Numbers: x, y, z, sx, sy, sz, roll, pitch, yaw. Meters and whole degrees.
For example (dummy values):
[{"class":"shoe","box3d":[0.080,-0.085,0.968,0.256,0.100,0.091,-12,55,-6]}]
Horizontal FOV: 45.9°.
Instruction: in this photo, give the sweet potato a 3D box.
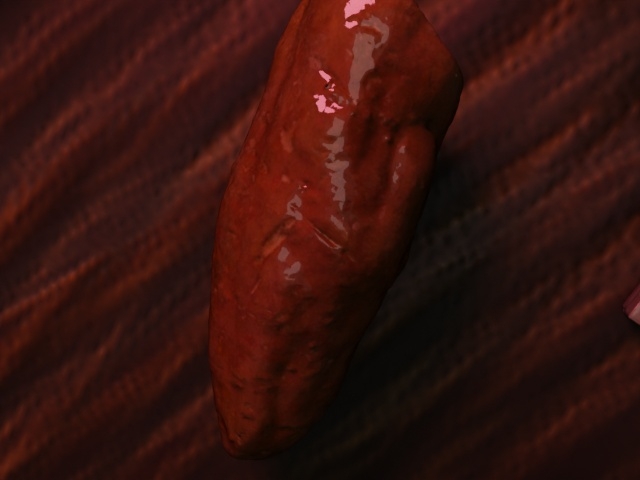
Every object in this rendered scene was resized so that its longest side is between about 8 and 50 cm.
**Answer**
[{"class":"sweet potato","box3d":[0.000,0.000,0.361,0.097,0.097,0.252,16,106,3]}]

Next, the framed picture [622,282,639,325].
[{"class":"framed picture","box3d":[0.278,0.033,0.376,0.203,0.015,0.150,34,102,-2]}]
